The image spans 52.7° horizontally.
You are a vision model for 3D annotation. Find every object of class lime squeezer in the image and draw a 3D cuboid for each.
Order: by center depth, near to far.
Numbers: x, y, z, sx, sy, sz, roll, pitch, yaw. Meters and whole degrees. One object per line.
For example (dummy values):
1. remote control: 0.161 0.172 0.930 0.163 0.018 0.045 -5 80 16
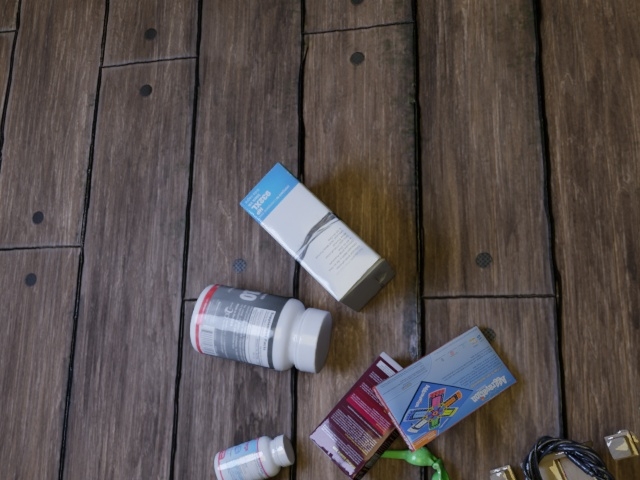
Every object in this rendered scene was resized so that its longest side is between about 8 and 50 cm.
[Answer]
1. lime squeezer: 0.217 0.497 1.334 0.310 0.059 0.110 37 87 17

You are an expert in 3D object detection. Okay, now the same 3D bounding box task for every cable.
1. cable: 0.460 0.447 1.191 0.150 0.047 0.184 -34 67 28

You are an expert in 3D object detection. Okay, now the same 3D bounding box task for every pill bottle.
1. pill bottle: -0.142 0.478 1.405 0.160 0.087 0.087 -21 74 7
2. pill bottle: -0.126 0.197 1.427 0.283 0.161 0.161 9 80 14

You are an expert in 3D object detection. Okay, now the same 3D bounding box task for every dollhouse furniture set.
1. dollhouse furniture set: 0.564 0.536 1.246 0.355 0.174 0.303 -29 70 30

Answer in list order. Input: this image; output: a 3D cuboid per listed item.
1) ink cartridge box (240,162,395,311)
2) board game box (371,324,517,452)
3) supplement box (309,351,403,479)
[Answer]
1. ink cartridge box: 0.000 0.000 1.410 0.129 0.223 0.307 -46 72 0
2. board game box: 0.255 0.294 1.314 0.281 0.027 0.145 -24 69 -26
3. supplement box: 0.106 0.369 1.358 0.130 0.073 0.239 39 82 28
